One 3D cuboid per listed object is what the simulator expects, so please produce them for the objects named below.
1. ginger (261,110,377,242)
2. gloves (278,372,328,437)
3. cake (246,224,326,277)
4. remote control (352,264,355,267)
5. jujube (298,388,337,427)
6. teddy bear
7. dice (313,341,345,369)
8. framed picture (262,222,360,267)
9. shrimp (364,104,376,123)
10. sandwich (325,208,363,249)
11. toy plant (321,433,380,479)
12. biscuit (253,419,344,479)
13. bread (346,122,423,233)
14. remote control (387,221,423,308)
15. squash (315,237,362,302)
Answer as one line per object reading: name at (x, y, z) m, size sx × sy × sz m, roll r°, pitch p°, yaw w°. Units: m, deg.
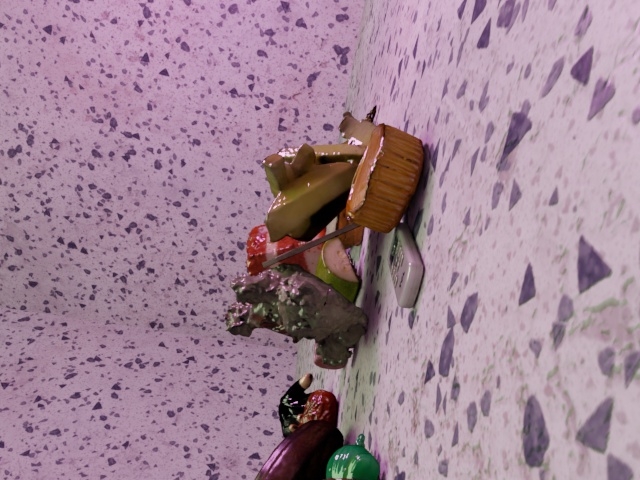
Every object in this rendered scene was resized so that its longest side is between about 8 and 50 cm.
ginger at (0.007, -0.191, 1.286) m, size 0.358 × 0.211 × 0.413 m, roll -38°, pitch 13°, yaw 34°
gloves at (-0.047, 0.547, 1.761) m, size 0.301 × 0.153 × 0.197 m, roll 121°, pitch 137°, yaw -64°
cake at (-0.099, 0.074, 1.996) m, size 0.269 × 0.320 × 0.270 m, roll -98°, pitch -7°, yaw -62°
remote control at (0.079, 0.110, 1.710) m, size 0.222 × 0.042 × 0.072 m, roll 150°, pitch 128°, yaw -84°
jujube at (-0.004, 0.521, 1.547) m, size 0.112 × 0.109 × 0.176 m, roll -1°, pitch 68°, yaw 50°
teddy bear at (-0.052, 0.171, 1.277) m, size 0.367 × 0.358 × 0.224 m, roll 134°, pitch 156°, yaw -82°
dice at (0.030, 0.316, 1.553) m, size 0.093 × 0.094 × 0.091 m, roll 107°, pitch 172°, yaw -55°
framed picture at (0.000, 0.000, 1.363) m, size 0.016 × 0.289 × 0.213 m, roll 66°, pitch 164°, yaw 0°
shrimp at (0.138, -0.363, 1.809) m, size 0.262 × 0.066 × 0.117 m, roll 105°, pitch 173°, yaw -45°
sandwich at (0.086, -0.101, 1.727) m, size 0.273 × 0.095 × 0.248 m, roll 147°, pitch 132°, yaw -84°
toy plant at (0.052, 0.421, 0.928) m, size 0.142 × 0.105 × 0.200 m, roll 116°, pitch 176°, yaw -50°
biscuit at (-0.080, 0.594, 1.220) m, size 0.407 × 0.091 × 0.407 m, roll -49°, pitch -29°, yaw -38°
bread at (0.123, -0.112, 1.007) m, size 0.199 × 0.104 × 0.199 m, roll -161°, pitch 90°, yaw -84°
remote control at (0.146, 0.041, 0.945) m, size 0.190 × 0.029 × 0.087 m, roll -89°, pitch 9°, yaw -65°
squash at (0.029, 0.134, 1.597) m, size 0.252 × 0.093 × 0.169 m, roll 105°, pitch 148°, yaw -52°
